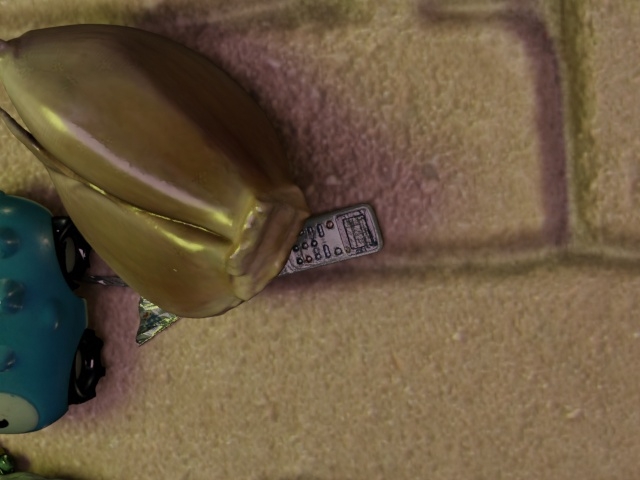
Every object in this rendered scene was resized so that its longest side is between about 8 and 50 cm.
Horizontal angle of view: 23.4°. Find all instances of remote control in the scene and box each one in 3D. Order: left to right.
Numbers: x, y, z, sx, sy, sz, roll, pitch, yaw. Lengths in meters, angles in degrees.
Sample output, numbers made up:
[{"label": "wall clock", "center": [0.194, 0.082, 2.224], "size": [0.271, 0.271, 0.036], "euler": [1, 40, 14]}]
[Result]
[{"label": "remote control", "center": [0.000, 0.000, 1.538], "size": [0.124, 0.018, 0.053], "euler": [-13, 99, 17]}]

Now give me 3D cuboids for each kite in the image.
[{"label": "kite", "center": [-0.184, 0.043, 1.600], "size": [0.156, 0.011, 0.139], "euler": [5, 100, 12]}]

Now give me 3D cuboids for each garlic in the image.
[{"label": "garlic", "center": [-0.190, -0.066, 1.461], "size": [0.340, 0.246, 0.231], "euler": [27, 119, -9]}]

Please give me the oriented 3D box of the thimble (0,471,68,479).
[{"label": "thimble", "center": [-0.323, 0.360, 1.597], "size": [0.250, 0.172, 0.205], "euler": [-28, 114, 11]}]

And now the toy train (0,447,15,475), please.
[{"label": "toy train", "center": [-0.386, 0.258, 1.679], "size": [0.122, 0.050, 0.081], "euler": [-41, 79, 17]}]

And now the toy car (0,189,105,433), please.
[{"label": "toy car", "center": [-0.337, 0.080, 1.548], "size": [0.188, 0.190, 0.255], "euler": [3, 105, 16]}]
